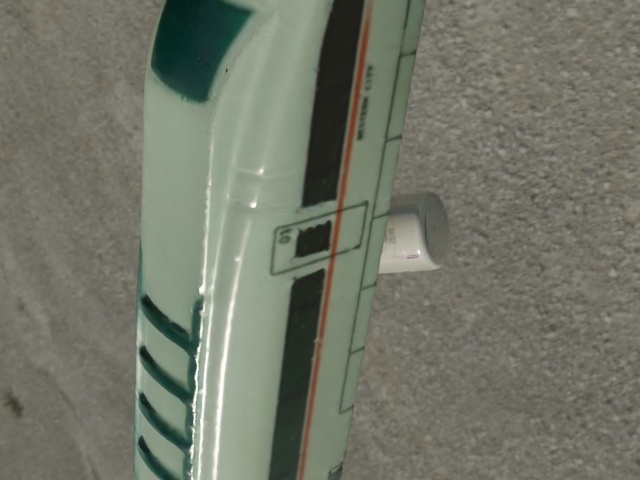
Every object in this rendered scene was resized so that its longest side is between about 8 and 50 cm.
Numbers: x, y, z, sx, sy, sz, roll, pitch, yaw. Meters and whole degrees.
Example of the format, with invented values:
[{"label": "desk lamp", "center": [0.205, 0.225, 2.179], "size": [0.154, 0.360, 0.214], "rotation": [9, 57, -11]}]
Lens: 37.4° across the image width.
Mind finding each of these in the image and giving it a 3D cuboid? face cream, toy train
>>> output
[{"label": "face cream", "center": [0.000, 0.000, 0.998], "size": [0.269, 0.082, 0.081], "rotation": [-6, 97, 30]}, {"label": "toy train", "center": [-0.030, -0.003, 0.392], "size": [0.086, 0.088, 0.406], "rotation": [36, 130, 39]}]
